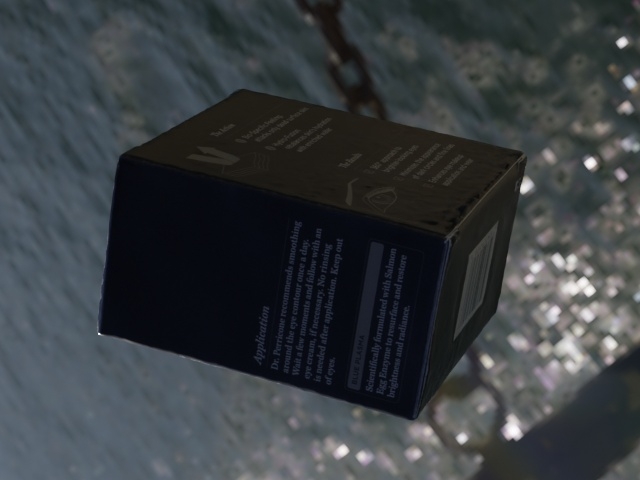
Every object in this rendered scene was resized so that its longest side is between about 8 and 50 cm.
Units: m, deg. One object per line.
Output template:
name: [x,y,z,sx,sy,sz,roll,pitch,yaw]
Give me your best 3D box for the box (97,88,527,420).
box: [0.000,0.000,0.866,0.158,0.156,0.093,15,110,15]
